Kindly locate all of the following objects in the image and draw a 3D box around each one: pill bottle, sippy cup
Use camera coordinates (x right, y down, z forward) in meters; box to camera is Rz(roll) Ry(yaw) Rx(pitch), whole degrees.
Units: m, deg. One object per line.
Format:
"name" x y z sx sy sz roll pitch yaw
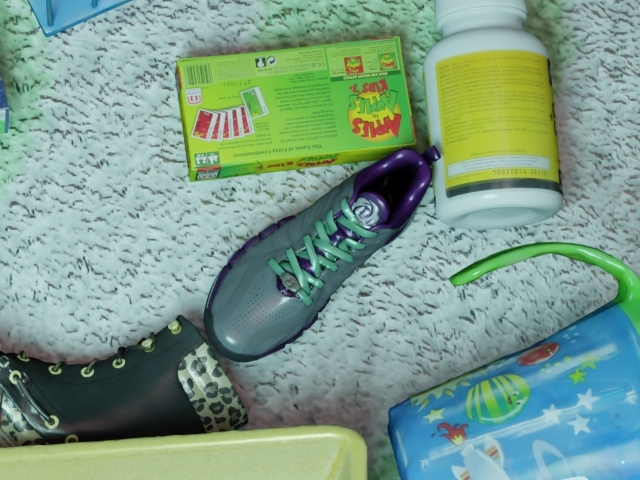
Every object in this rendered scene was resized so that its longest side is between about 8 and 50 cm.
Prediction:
"pill bottle" 0.135 -0.107 1.456 0.103 0.103 0.184 -2 79 -8
"sippy cup" 0.174 0.174 1.351 0.224 0.240 0.305 -15 56 0

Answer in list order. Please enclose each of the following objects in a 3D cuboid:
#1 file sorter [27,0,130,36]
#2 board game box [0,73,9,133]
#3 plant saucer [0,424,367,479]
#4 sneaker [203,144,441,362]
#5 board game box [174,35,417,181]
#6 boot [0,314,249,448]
"file sorter" -0.167 -0.261 1.451 0.170 0.104 0.118 -25 83 -12
"board game box" -0.351 -0.132 1.401 0.201 0.035 0.136 -9 60 -17
"plant saucer" -0.123 0.304 1.232 0.333 0.081 0.332 -5 65 10
"sneaker" 0.000 0.000 1.397 0.083 0.098 0.224 45 63 2
"board game box" -0.021 -0.106 1.467 0.181 0.043 0.092 -7 79 -8
"boot" -0.184 0.100 1.383 0.179 0.085 0.236 -35 91 -15
